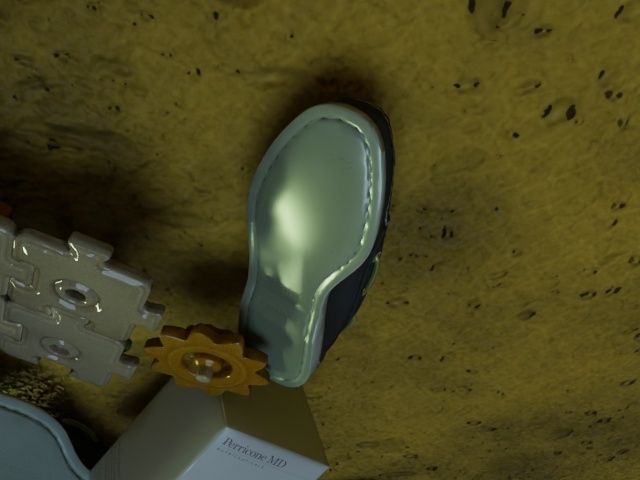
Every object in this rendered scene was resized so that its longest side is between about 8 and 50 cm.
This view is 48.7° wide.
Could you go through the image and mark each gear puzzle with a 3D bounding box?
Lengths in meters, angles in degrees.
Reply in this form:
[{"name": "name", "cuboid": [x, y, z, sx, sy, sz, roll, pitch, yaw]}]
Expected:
[{"name": "gear puzzle", "cuboid": [-0.183, 0.023, 0.451, 0.339, 0.044, 0.175, 23, 140, -12]}]

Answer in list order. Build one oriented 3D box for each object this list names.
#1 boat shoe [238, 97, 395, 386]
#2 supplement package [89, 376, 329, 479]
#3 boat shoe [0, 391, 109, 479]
[{"name": "boat shoe", "cuboid": [0.000, 0.000, 0.448, 0.081, 0.068, 0.228, 33, 135, 15]}, {"name": "supplement package", "cuboid": [-0.098, 0.188, 0.581, 0.105, 0.105, 0.179, 32, 108, -30]}, {"name": "boat shoe", "cuboid": [-0.256, 0.214, 0.640, 0.114, 0.091, 0.302, -45, 130, -18]}]
